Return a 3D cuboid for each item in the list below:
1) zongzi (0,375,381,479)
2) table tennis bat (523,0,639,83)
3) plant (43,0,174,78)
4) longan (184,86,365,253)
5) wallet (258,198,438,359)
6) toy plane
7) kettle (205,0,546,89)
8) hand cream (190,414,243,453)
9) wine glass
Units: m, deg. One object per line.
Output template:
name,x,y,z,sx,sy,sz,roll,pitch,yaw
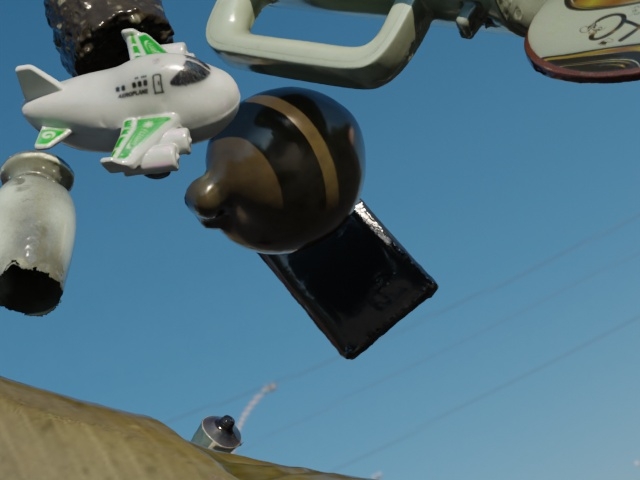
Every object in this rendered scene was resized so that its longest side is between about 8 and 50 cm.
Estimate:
zongzi,0.096,0.130,0.402,0.500,0.467,0.218,-29,18,27
table tennis bat,0.281,-0.210,0.916,0.301,0.173,0.022,-46,-50,-30
plant,-0.277,-0.304,1.429,0.146,0.274,0.149,-5,-42,-22
longan,-0.048,-0.065,1.181,0.204,0.159,0.185,-21,-38,-34
wallet,0.000,0.000,1.420,0.146,0.285,0.030,-41,-16,0
toy plane,-0.150,-0.110,0.912,0.174,0.174,0.080,-19,-45,-15
kettle,0.069,-0.273,1.063,0.205,0.318,0.265,-7,-73,-52
hand cream,-0.169,0.287,1.343,0.248,0.052,0.075,-51,-11,28
wine glass,-0.363,-0.013,1.444,0.111,0.204,0.111,-3,-40,-3
